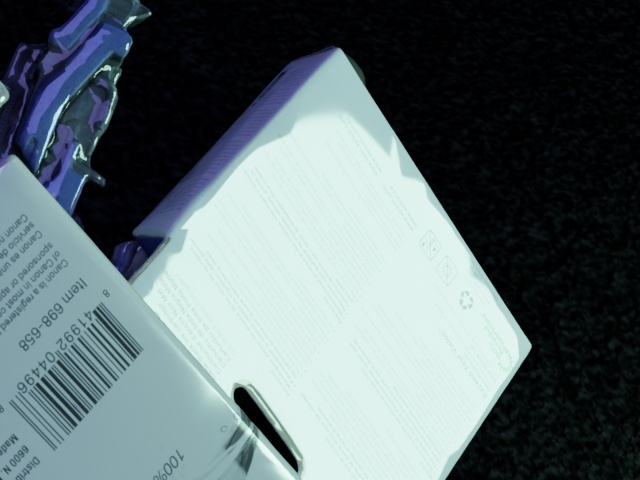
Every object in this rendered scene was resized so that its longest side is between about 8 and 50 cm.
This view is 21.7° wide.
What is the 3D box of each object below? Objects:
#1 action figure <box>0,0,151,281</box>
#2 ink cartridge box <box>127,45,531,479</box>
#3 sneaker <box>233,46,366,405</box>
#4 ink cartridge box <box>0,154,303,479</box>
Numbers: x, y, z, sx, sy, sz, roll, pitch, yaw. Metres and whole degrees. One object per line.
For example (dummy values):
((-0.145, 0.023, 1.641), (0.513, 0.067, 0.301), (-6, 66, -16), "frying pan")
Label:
((-0.211, -0.026, 0.870), (0.330, 0.178, 0.341), (30, 72, -8), "action figure")
((0.000, 0.048, 0.886), (0.223, 0.045, 0.224), (56, 47, -20), "ink cartridge box")
((0.000, 0.000, 1.016), (0.106, 0.101, 0.267), (29, 50, -24), "sneaker")
((-0.128, 0.132, 0.719), (0.273, 0.114, 0.197), (50, 61, -18), "ink cartridge box")
